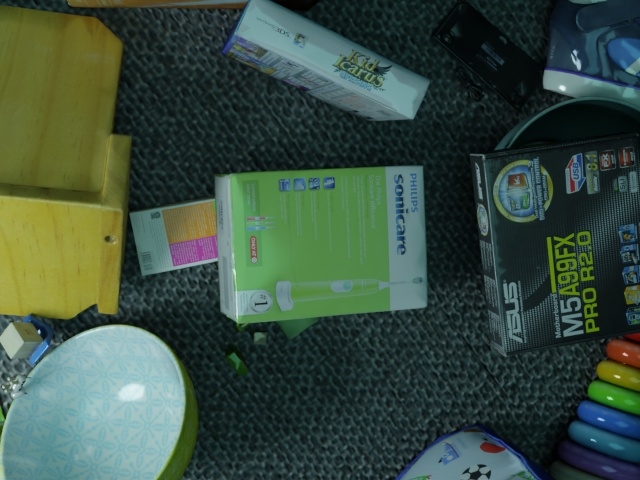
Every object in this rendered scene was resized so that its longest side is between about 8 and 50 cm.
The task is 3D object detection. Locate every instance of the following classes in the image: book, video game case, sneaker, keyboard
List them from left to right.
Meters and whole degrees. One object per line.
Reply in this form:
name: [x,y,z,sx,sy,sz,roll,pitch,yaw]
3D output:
book: [-0.199,-0.008,1.411,0.144,0.035,0.096,-10,102,-7]
video game case: [-0.003,-0.236,1.293,0.244,0.269,0.061,23,92,-11]
keyboard: [0.247,-0.267,1.456,0.180,0.023,0.108,39,83,-11]
sneaker: [0.502,-0.309,1.434,0.323,0.130,0.236,11,99,-5]

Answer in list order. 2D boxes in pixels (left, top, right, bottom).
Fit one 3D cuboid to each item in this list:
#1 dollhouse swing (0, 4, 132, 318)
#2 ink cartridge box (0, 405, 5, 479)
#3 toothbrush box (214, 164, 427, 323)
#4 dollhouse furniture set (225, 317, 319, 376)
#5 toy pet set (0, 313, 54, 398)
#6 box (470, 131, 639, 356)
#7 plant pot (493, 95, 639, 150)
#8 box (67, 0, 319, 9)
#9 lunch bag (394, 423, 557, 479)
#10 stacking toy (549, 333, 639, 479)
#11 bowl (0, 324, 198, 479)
dollhouse swing: [-0.440,-0.111,1.346,0.347,0.305,0.315,5,138,-10]
ink cartridge box: [-0.542,0.293,1.360,0.189,0.097,0.255,-15,100,-7]
toothbrush box: [0.000,0.000,1.376,0.283,0.122,0.206,-4,95,-16]
dollhouse furniture set: [-0.074,0.133,1.434,0.152,0.058,0.076,-36,101,-3]
toy pet set: [-0.436,0.158,1.364,0.114,0.065,0.122,-48,65,17]
box: [0.322,0.003,1.280,0.216,0.060,0.270,-8,98,-9]
plant pot: [0.355,-0.062,1.408,0.293,0.196,0.293,-1,98,-9]
box: [-0.169,-0.400,1.275,0.345,0.215,0.168,-2,97,-8]
lunch bag: [0.201,0.477,1.383,0.239,0.328,0.385,34,89,-16]
stacking toy: [0.468,0.238,1.506,0.141,0.141,0.330,17,88,-11]
bowl: [-0.283,0.279,1.354,0.289,0.289,0.156,-40,144,-2]
